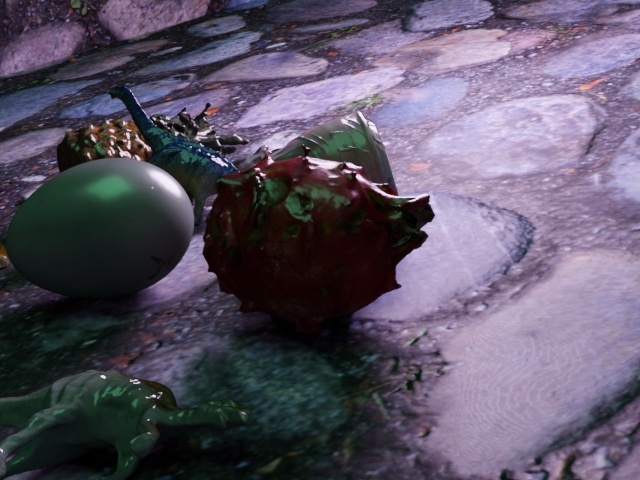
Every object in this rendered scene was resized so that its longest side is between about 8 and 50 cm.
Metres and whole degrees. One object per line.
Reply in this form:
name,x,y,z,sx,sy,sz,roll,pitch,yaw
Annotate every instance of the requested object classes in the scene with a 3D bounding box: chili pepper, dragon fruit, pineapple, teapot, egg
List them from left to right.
egg,-0.294,-0.013,1.312,0.264,0.183,0.183,-13,21,16
pineapple,-0.276,-0.157,1.709,0.340,0.169,0.169,-24,25,-35
chili pepper,-0.130,-0.124,1.697,0.153,0.041,0.050,-27,1,2
dragon fruit,0.000,0.000,1.120,0.268,0.210,0.205,-8,-6,17
teapot,0.003,-0.087,1.378,0.178,0.163,0.221,-16,21,-1

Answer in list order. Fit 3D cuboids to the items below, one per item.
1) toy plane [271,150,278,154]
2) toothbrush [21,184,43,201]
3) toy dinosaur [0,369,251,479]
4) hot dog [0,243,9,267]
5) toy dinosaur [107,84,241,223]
toy plane,0.015,-0.114,1.555,0.188,0.062,0.135,-3,22,-14
toothbrush,-0.453,-0.135,1.907,0.021,0.024,0.288,11,31,41
toy dinosaur,-0.263,0.178,0.949,0.393,0.092,0.205,4,26,37
hot dog,-0.522,0.016,1.565,0.044,0.028,0.137,-15,19,-28
toy dinosaur,-0.203,-0.105,1.559,0.363,0.147,0.076,28,11,10
